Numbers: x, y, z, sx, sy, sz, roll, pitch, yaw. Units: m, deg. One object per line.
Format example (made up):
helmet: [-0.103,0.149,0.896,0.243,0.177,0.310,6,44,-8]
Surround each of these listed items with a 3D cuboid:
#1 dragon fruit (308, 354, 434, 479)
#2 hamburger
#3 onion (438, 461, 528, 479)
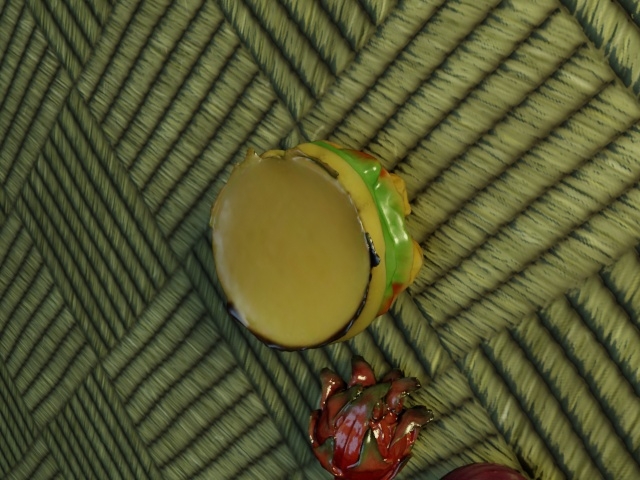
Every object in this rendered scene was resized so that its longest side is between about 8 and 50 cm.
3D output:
dragon fruit: [0.053,0.215,0.976,0.121,0.130,0.142,-129,35,-66]
hamburger: [0.000,0.000,0.924,0.237,0.149,0.237,9,105,34]
onion: [0.173,0.315,0.868,0.177,0.153,0.177,39,144,37]
